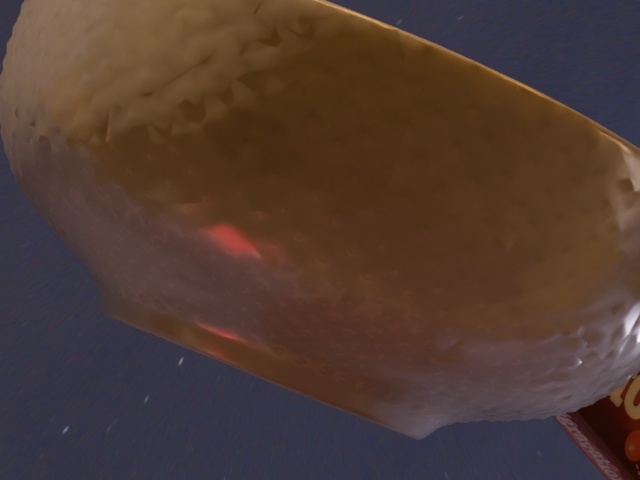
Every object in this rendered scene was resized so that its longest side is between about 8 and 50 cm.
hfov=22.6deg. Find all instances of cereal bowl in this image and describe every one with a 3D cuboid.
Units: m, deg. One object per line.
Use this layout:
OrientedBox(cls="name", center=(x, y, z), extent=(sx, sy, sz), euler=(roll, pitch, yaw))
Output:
OrientedBox(cls="cereal bowl", center=(0.000, 0.000, 0.746), extent=(0.339, 0.339, 0.141), euler=(21, -95, -2))

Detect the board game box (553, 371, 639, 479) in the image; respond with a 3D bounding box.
OrientedBox(cls="board game box", center=(0.231, 0.110, 0.948), extent=(0.281, 0.027, 0.145), euler=(48, -115, -28))
